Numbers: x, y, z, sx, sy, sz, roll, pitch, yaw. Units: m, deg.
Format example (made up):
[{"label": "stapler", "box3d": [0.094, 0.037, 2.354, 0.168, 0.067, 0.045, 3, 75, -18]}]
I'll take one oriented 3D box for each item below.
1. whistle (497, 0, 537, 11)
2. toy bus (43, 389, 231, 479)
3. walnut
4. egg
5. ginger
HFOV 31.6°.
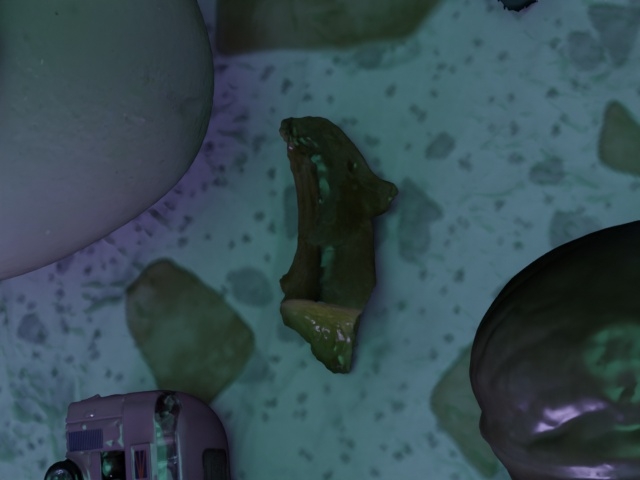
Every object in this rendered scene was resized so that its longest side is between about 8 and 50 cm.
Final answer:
[{"label": "whistle", "box3d": [0.018, -0.245, 0.623, 0.062, 0.062, 0.312, -45, 69, 9]}, {"label": "toy bus", "box3d": [-0.090, 0.180, 0.591, 0.090, 0.063, 0.203, -9, 77, 19]}, {"label": "walnut", "box3d": [0.146, 0.060, 0.480, 0.162, 0.140, 0.140, -17, 75, 7]}, {"label": "egg", "box3d": [-0.172, -0.090, 0.621, 0.286, 0.174, 0.264, 15, 90, 49]}, {"label": "ginger", "box3d": [0.006, 0.000, 0.596, 0.057, 0.044, 0.137, -8, 76, 39]}]
